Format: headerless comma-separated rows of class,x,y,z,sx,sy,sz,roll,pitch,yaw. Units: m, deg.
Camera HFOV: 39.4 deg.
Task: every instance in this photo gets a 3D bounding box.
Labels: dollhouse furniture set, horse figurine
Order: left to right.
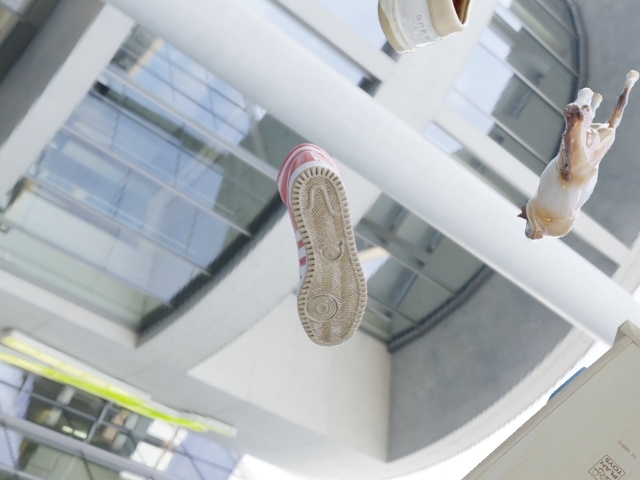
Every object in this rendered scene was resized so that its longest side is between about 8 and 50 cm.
horse figurine,0.285,-0.081,1.022,0.174,0.066,0.263,-51,164,-41
dollhouse furniture set,0.251,0.264,0.724,0.198,0.303,0.286,-38,-120,-12

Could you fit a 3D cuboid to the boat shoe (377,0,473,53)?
boat shoe,0.090,-0.195,0.585,0.059,0.063,0.170,0,-118,36

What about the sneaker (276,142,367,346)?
sneaker,0.000,0.000,0.532,0.067,0.042,0.119,-108,-168,-63
